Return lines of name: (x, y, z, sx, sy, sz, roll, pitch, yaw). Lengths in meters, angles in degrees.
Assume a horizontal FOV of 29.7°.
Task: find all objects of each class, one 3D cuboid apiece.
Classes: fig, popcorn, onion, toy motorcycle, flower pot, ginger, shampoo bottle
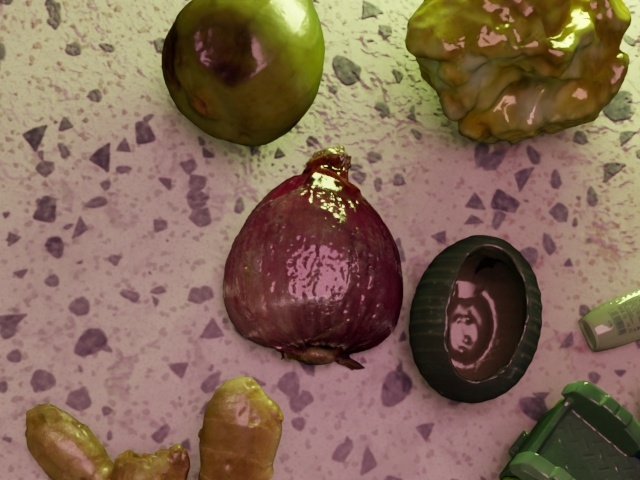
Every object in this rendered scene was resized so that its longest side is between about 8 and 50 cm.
fig: (-0.095, -0.275, 1.775, 0.239, 0.239, 0.271, 39, 61, 4)
popcorn: (0.297, -0.310, 1.839, 0.334, 0.293, 0.292, 36, 30, -25)
onion: (0.000, 0.000, 1.744, 0.267, 0.159, 0.349, 5, 75, -9)
toy motorcycle: (0.421, 0.360, 1.659, 0.326, 0.200, 0.191, 39, 60, 7)
flower pot: (0.223, 0.114, 1.740, 0.189, 0.157, 0.243, 15, 72, -4)
ginger: (-0.211, 0.372, 1.622, 0.363, 0.122, 0.348, -9, 85, 2)
shampoo bottle: (0.501, 0.106, 1.834, 0.212, 0.049, 0.072, -18, 74, -11)
